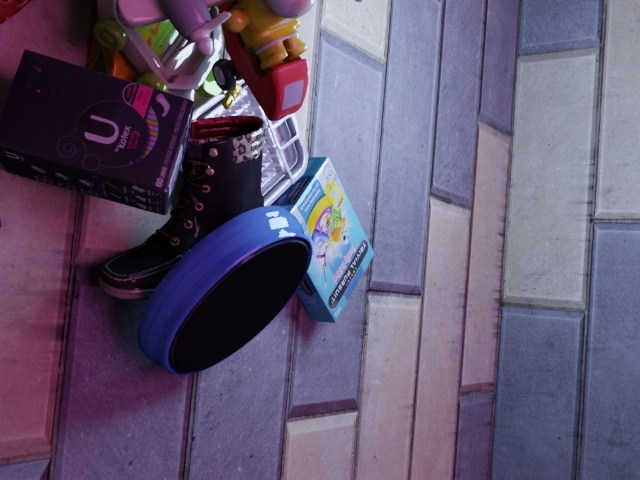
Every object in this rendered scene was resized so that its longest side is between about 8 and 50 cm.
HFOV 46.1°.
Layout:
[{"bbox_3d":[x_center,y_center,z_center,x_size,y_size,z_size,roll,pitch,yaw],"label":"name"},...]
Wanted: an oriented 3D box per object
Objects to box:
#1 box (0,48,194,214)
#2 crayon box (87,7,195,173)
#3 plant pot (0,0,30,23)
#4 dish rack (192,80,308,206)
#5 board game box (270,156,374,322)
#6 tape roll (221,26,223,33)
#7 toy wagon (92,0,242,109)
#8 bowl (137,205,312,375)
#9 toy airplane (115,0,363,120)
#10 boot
[{"bbox_3d":[-0.354,-0.166,1.199,0.143,0.270,0.165,129,-25,-72],"label":"box"},{"bbox_3d":[-0.329,-0.304,1.402,0.203,0.083,0.323,17,78,-54],"label":"crayon box"},{"bbox_3d":[-0.515,-0.376,1.048,0.174,0.191,0.191,-59,136,-30],"label":"plant pot"},{"bbox_3d":[-0.170,-0.207,1.640,0.333,0.072,0.285,-49,130,-42],"label":"dish rack"},{"bbox_3d":[0.000,0.000,1.882,0.254,0.079,0.336,-58,135,-35],"label":"board game box"},{"bbox_3d":[-0.147,-0.555,1.508,0.169,0.246,0.246,57,48,-39],"label":"tape roll"},{"bbox_3d":[-0.263,-0.375,1.363,0.344,0.068,0.267,55,49,-42],"label":"toy wagon"},{"bbox_3d":[-0.170,0.106,1.453,0.391,0.077,0.391,-39,159,-19],"label":"bowl"},{"bbox_3d":[-0.103,-0.441,1.264,0.384,0.272,0.386,28,85,-37],"label":"toy airplane"},{"bbox_3d":[-0.242,-0.066,1.391,0.377,0.138,0.284,-20,129,-37],"label":"boot"}]
